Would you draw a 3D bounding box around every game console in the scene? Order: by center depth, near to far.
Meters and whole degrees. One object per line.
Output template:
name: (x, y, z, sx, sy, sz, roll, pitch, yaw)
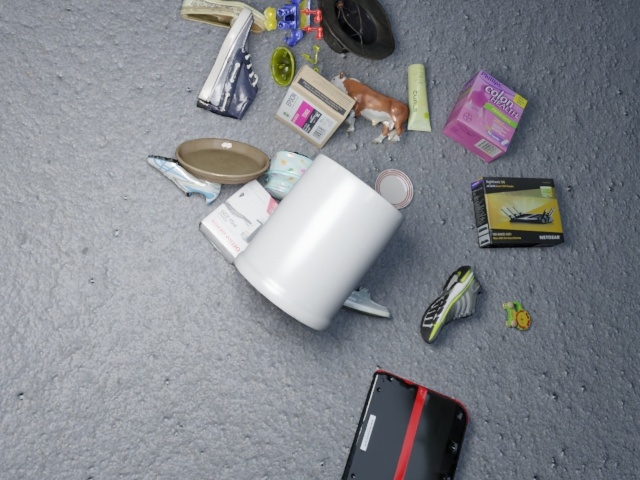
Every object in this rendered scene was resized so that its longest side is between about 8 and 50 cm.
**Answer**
game console: (0.263, 0.632, 1.752, 0.341, 0.060, 0.387, 22, 70, -6)

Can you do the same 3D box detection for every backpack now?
backpack: (-0.088, -0.193, 1.761, 0.165, 0.188, 0.145, 22, 71, -12)

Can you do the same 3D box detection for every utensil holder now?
utensil holder: (0.000, 0.000, 1.600, 0.327, 0.327, 0.386, 36, 94, -7)

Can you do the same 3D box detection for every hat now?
hat: (0.096, -0.717, 1.965, 0.331, 0.134, 0.332, 17, 58, -30)

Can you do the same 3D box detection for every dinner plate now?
dinner plate: (0.249, -0.174, 1.958, 0.141, 0.017, 0.141, 4, 75, -17)

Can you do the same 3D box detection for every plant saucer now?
plant saucer: (-0.289, -0.235, 1.705, 0.277, 0.041, 0.278, 8, 30, -5)

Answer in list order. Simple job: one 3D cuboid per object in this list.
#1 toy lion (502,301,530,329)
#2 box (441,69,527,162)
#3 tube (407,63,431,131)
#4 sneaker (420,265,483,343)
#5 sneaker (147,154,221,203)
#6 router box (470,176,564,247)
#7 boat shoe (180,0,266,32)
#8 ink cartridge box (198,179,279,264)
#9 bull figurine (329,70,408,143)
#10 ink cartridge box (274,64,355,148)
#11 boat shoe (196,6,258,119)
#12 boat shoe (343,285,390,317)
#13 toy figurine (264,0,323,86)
toy lion: (0.682, 0.260, 1.985, 0.096, 0.034, 0.100, -1, 77, -25)
box: (0.595, -0.448, 2.082, 0.213, 0.117, 0.243, 31, 69, -8)
tube: (0.349, -0.507, 2.051, 0.070, 0.062, 0.241, -4, 81, 23)
sneaker: (0.438, 0.224, 1.876, 0.121, 0.111, 0.300, 43, 70, -8)
sneaker: (-0.414, -0.186, 1.717, 0.237, 0.085, 0.086, 27, 97, -3)
router box: (0.702, -0.099, 2.050, 0.308, 0.081, 0.243, -1, 77, -18)
boat shoe: (-0.311, -0.725, 1.875, 0.285, 0.104, 0.090, 16, 77, -3)
ink cartridge box: (-0.234, -0.057, 1.734, 0.218, 0.092, 0.158, -43, 92, -20)
bull figurine: (0.156, -0.447, 1.952, 0.310, 0.101, 0.189, 17, 76, -11)
ink cartridge box: (-0.023, -0.413, 1.811, 0.193, 0.234, 0.088, 33, 69, -7)
boat shoe: (-0.251, -0.541, 1.805, 0.158, 0.127, 0.341, 25, 95, -16)
boat shoe: (0.118, 0.180, 1.795, 0.227, 0.079, 0.081, 20, 76, -9)
toy figurine: (-0.057, -0.711, 1.896, 0.191, 0.363, 0.217, 7, 29, 15)
